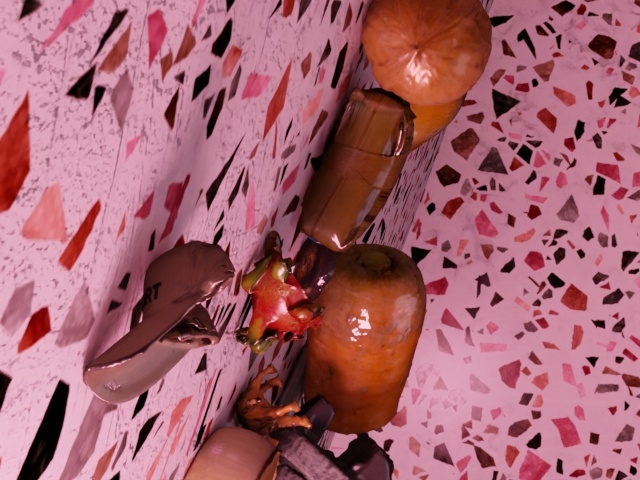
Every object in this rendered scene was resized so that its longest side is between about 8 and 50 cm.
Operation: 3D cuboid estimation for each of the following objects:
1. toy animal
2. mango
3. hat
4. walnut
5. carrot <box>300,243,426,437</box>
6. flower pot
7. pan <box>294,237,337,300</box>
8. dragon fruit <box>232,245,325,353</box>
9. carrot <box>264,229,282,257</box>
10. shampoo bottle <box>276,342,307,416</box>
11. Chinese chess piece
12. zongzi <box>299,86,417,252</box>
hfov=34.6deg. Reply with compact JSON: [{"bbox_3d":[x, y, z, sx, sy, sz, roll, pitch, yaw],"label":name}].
[{"bbox_3d":[-0.098,0.265,1.621,0.116,0.114,0.255,-34,159,-7],"label":"toy animal"},{"bbox_3d":[0.192,-0.262,1.957,0.193,0.146,0.316,-55,171,-29],"label":"mango"},{"bbox_3d":[-0.154,0.065,0.941,0.175,0.085,0.147,-35,163,-33],"label":"hat"},{"bbox_3d":[0.156,-0.294,1.512,0.222,0.195,0.195,-47,155,-67],"label":"walnut"},{"bbox_3d":[0.082,0.183,1.964,0.224,0.224,0.341,-53,152,-61],"label":"carrot"},{"bbox_3d":[0.005,0.454,1.801,0.283,0.299,0.299,-50,167,-9],"label":"flower pot"},{"bbox_3d":[-0.003,-0.002,1.667,0.115,0.040,0.212,-45,-151,47],"label":"pan"},{"bbox_3d":[-0.052,0.092,1.382,0.175,0.142,0.138,-52,-148,17],"label":"dragon fruit"},{"bbox_3d":[-0.068,0.047,1.457,0.036,0.035,0.165,-60,164,-46],"label":"carrot"},{"bbox_3d":[-0.052,0.297,2.053,0.069,0.041,0.191,99,15,-60],"label":"shampoo bottle"},{"bbox_3d":[-0.149,0.407,1.537,0.257,0.104,0.257,20,90,-80],"label":"Chinese chess piece"},{"bbox_3d":[0.069,-0.123,1.638,0.289,0.123,0.260,-53,168,-76],"label":"zongzi"}]
